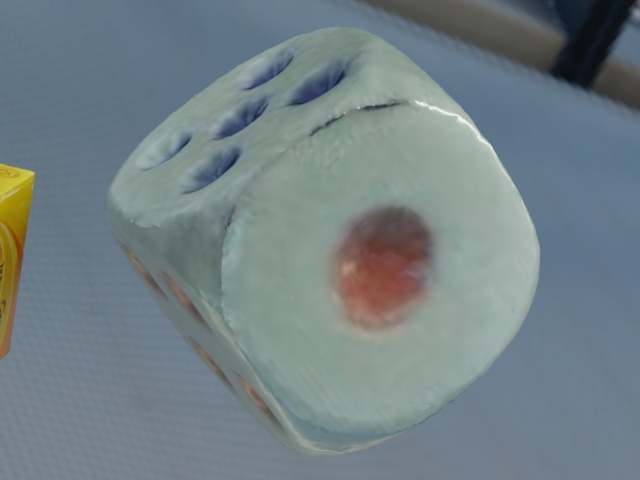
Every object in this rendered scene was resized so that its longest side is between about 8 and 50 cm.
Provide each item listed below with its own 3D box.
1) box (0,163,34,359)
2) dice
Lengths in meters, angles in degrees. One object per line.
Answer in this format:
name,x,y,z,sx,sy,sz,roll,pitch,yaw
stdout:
box,-0.271,0.054,1.123,0.043,0.152,0.269,17,21,9
dice,0.000,0.000,1.397,0.268,0.265,0.262,55,-12,-23
